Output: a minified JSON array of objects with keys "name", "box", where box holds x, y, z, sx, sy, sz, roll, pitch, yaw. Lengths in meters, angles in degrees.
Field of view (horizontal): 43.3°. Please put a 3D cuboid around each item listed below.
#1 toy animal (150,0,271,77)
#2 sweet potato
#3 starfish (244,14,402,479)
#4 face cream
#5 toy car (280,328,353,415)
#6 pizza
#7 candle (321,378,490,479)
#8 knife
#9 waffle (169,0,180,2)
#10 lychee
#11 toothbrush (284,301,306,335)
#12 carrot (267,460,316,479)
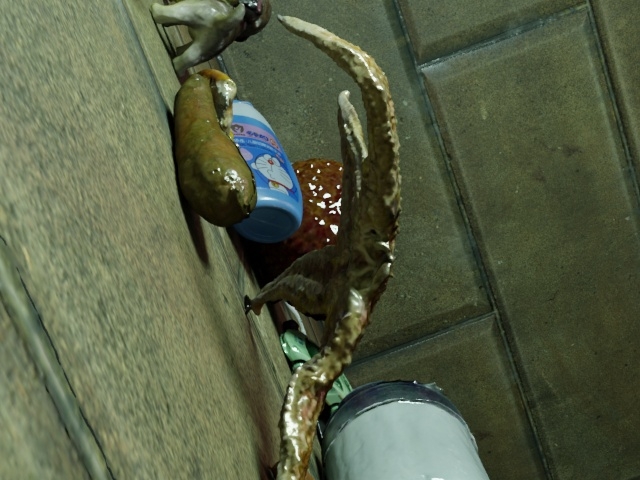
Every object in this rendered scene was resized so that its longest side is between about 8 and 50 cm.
[{"name":"toy animal","box":[-0.170,-0.345,1.262,0.233,0.169,0.121,-74,146,-66]},{"name":"sweet potato","box":[-0.124,-0.099,0.877,0.273,0.075,0.075,-115,-177,-51]},{"name":"starfish","box":[-0.005,-0.003,0.779,0.384,0.132,0.398,-140,-123,-73]},{"name":"face cream","box":[-0.105,-0.115,1.200,0.149,0.083,0.264,19,36,-37]},{"name":"toy car","box":[0.003,0.213,1.309,0.186,0.058,0.093,51,12,-23]},{"name":"pizza","box":[-0.129,-0.125,1.051,0.185,0.052,0.195,-163,-118,-67]},{"name":"candle","box":[0.119,0.337,1.037,0.342,0.221,0.221,-108,178,-71]},{"name":"knife","box":[-0.008,0.243,1.368,0.072,0.019,0.245,22,40,-48]},{"name":"waffle","box":[-0.306,-0.553,1.475,0.228,0.051,0.231,-115,-176,-46]},{"name":"lychee","box":[0.000,0.000,1.327,0.260,0.260,0.260,159,-90,-90]},{"name":"toothbrush","box":[-0.068,0.117,1.674,0.017,0.022,0.204,-32,102,-74]},{"name":"carrot","box":[0.002,0.267,0.776,0.057,0.057,0.224,-111,177,-50]}]
